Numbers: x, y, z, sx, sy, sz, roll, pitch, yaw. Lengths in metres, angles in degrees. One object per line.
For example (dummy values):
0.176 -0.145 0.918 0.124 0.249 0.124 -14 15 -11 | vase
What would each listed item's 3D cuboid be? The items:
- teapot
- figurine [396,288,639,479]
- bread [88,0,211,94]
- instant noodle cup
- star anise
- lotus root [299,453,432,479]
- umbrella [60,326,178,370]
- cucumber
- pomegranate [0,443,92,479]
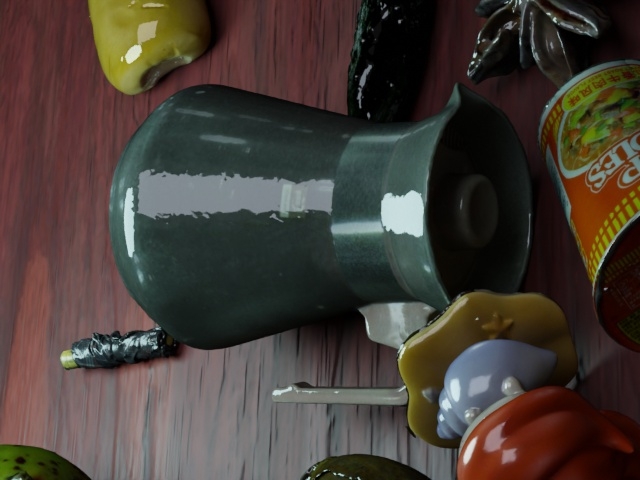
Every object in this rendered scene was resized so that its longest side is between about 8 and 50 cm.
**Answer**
0.000 0.000 1.812 0.344 0.253 0.300 -1 93 34 | teapot
0.175 0.168 1.594 0.181 0.208 0.257 -11 27 -4 | figurine
-0.209 -0.308 2.217 0.142 0.091 0.305 -28 55 20 | bread
0.277 -0.040 1.641 0.193 0.193 0.212 -43 39 17 | instant noodle cup
0.202 -0.236 1.842 0.209 0.089 0.231 -49 46 27 | star anise
0.080 0.289 1.654 0.275 0.152 0.160 48 127 37 | lotus root
-0.212 0.112 2.058 0.144 0.037 0.040 -12 77 32 | umbrella
0.070 -0.239 1.963 0.072 0.081 0.303 120 155 -71 | cucumber
-0.306 0.324 1.943 0.198 0.198 0.246 30 103 43 | pomegranate
